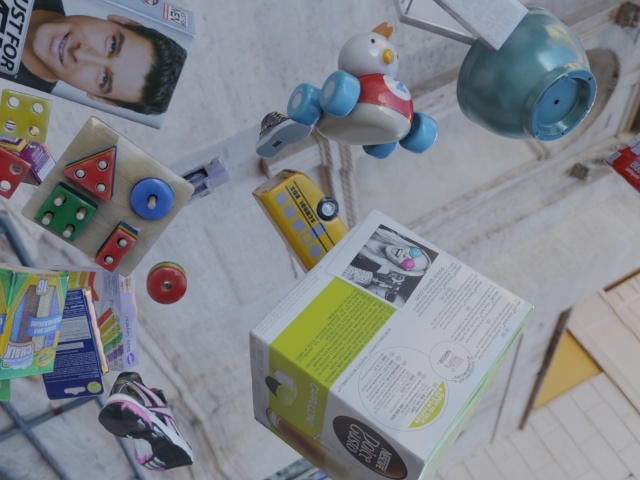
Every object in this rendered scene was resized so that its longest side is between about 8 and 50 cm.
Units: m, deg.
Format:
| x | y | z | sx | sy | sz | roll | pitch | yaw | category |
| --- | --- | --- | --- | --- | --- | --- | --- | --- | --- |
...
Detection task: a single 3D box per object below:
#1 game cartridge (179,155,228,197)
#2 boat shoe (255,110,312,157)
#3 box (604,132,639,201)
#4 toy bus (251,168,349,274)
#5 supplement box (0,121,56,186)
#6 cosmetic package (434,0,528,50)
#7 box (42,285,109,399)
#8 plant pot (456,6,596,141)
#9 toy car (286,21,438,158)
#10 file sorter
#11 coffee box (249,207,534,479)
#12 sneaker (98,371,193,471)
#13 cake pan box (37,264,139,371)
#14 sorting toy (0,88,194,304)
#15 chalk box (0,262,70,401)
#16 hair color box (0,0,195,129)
| x | y | z | sx | sy | sz | roll | pitch | yaw | category |
| --- | --- | --- | --- | --- | --- | --- | --- | --- | --- |
| -0.412 | -0.112 | 1.690 | 0.068 | 0.355 | 0.230 | 62 | -5 | 3 | game cartridge |
| -0.082 | -0.253 | 1.361 | 0.183 | 0.065 | 0.083 | -21 | -121 | 48 | boat shoe |
| 0.647 | -0.116 | 1.153 | 0.122 | 0.128 | 0.257 | 45 | 20 | -10 | box |
| 0.000 | 0.000 | 1.353 | 0.332 | 0.130 | 0.108 | 57 | -11 | -19 | toy bus |
| -0.413 | -0.119 | 0.868 | 0.055 | 0.043 | 0.083 | 14 | -34 | 14 | supplement box |
| 0.291 | -0.494 | 1.245 | 0.239 | 0.099 | 0.060 | 34 | 11 | -19 | cosmetic package |
| -0.522 | 0.215 | 1.294 | 0.036 | 0.137 | 0.225 | -38 | 119 | -78 | box |
| 0.482 | -0.342 | 1.396 | 0.293 | 0.293 | 0.196 | 74 | -11 | -46 | plant pot |
| 0.093 | -0.298 | 1.130 | 0.210 | 0.219 | 0.237 | 2 | -103 | 58 | toy car |
| 0.290 | -0.619 | 1.473 | 0.277 | 0.193 | 0.173 | -92 | -161 | -49 | file sorter |
| 0.111 | 0.225 | 1.105 | 0.334 | 0.338 | 0.337 | 33 | -33 | 21 | coffee box |
| -0.214 | 0.233 | 0.813 | 0.077 | 0.072 | 0.178 | -92 | 167 | -48 | sneaker |
| -0.581 | 0.195 | 1.561 | 0.070 | 0.246 | 0.266 | -24 | 116 | -69 | cake pan box |
| -0.233 | -0.044 | 0.664 | 0.275 | 0.132 | 0.046 | 37 | 8 | -21 | sorting toy |
| -0.504 | 0.144 | 0.978 | 0.132 | 0.133 | 0.212 | 22 | 77 | -73 | chalk box |
| -0.411 | -0.338 | 1.006 | 0.185 | 0.375 | 0.113 | -60 | -152 | 30 | hair color box |
